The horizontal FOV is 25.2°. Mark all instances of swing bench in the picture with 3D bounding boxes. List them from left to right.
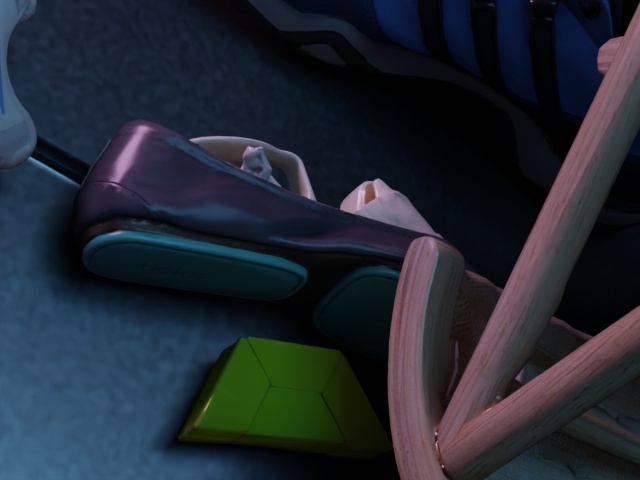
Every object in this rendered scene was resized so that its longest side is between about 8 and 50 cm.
[{"bbox_3d":[0.179,0.041,0.552,0.253,0.254,0.165,27,15,-44],"label":"swing bench"}]

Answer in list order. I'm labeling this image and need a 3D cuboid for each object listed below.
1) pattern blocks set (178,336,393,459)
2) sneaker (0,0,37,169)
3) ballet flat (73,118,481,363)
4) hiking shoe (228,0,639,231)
[{"bbox_3d":[-0.009,0.175,0.515,0.325,0.026,0.285,17,61,-27],"label":"pattern blocks set"},{"bbox_3d":[-0.151,-0.108,0.531,0.083,0.071,0.190,-6,81,-42],"label":"sneaker"},{"bbox_3d":[0.000,0.000,0.576,0.203,0.074,0.074,18,60,-24],"label":"ballet flat"},{"bbox_3d":[0.078,-0.123,0.641,0.304,0.132,0.113,28,56,-21],"label":"hiking shoe"}]
